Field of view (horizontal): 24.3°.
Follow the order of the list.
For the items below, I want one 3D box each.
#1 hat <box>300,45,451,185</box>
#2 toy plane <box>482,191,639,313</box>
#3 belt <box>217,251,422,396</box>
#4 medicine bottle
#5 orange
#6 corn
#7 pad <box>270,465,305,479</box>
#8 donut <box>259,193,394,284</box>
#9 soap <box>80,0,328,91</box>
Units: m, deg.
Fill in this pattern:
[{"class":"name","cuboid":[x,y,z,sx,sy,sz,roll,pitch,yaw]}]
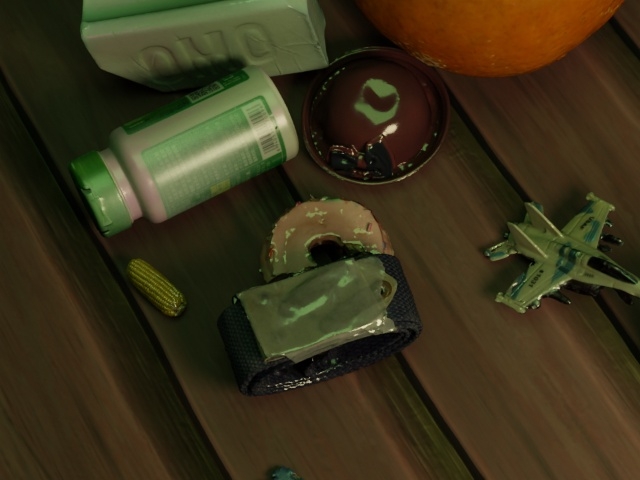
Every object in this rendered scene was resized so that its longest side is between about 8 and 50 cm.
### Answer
[{"class":"hat","cuboid":[0.070,-0.169,1.908,0.205,0.089,0.205,-1,64,2]},{"class":"toy plane","cuboid":[0.322,0.037,1.786,0.262,0.088,0.192,34,71,33]},{"class":"belt","cuboid":[-0.004,0.091,1.750,0.230,0.139,0.126,-18,65,-4]},{"class":"medicine bottle","cuboid":[-0.174,-0.107,1.862,0.274,0.133,0.133,-27,65,-12]},{"class":"orange","cuboid":[0.223,-0.407,1.892,0.424,0.326,0.424,-11,58,18]},{"class":"corn","cuboid":[-0.204,0.058,1.834,0.037,0.037,0.092,-42,66,-17]},{"class":"pad","cuboid":[-0.028,0.425,1.654,0.269,0.012,0.269,35,69,18]},{"class":"donut","cuboid":[0.000,0.000,1.838,0.166,0.065,0.117,-11,65,-5]},{"class":"soap","cuboid":[-0.146,-0.276,1.910,0.289,0.173,0.095,-7,64,9]}]
